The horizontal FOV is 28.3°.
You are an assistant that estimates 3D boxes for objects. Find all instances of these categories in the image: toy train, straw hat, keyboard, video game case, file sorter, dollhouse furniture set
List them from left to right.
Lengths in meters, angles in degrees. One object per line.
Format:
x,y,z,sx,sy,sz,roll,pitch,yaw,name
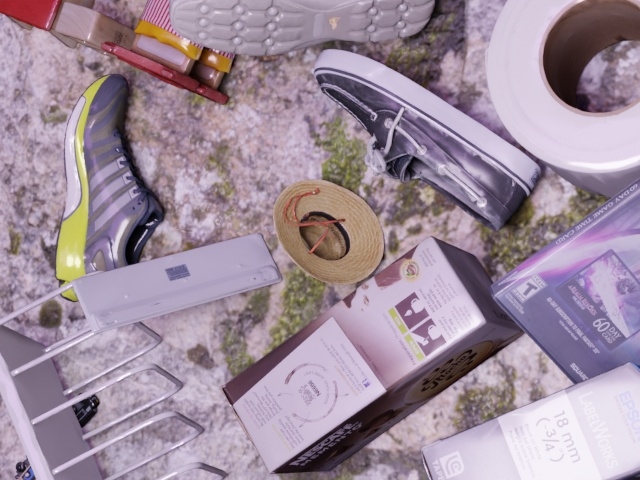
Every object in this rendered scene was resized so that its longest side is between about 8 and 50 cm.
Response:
-0.345,0.262,1.664,0.036,0.027,0.158,44,100,11,toy train
-0.259,0.199,1.534,0.173,0.193,0.278,-28,73,1,file sorter
-0.259,-0.335,1.646,0.374,0.152,0.201,24,92,25,dollhouse furniture set
-0.168,0.048,1.522,0.072,0.256,0.014,60,146,23,keyboard
0.000,0.000,1.529,0.144,0.144,0.061,67,149,17,straw hat
0.340,0.033,1.321,0.274,0.196,0.026,-37,29,15,video game case

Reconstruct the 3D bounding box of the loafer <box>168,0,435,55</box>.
-0.024,-0.291,1.505,0.319,0.112,0.111,-4,52,-16,loafer

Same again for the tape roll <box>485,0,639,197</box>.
0.317,-0.177,1.360,0.246,0.169,0.246,-4,81,23,tape roll

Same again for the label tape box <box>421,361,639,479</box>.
0.300,0.198,1.272,0.333,0.240,0.106,-26,71,18,label tape box

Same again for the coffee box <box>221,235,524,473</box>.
0.061,0.135,1.426,0.297,0.168,0.119,-37,69,14,coffee box

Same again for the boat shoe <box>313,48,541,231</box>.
0.102,-0.114,1.476,0.306,0.113,0.105,34,83,15,boat shoe

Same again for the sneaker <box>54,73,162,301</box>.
-0.263,-0.067,1.647,0.121,0.111,0.300,2,86,10,sneaker
